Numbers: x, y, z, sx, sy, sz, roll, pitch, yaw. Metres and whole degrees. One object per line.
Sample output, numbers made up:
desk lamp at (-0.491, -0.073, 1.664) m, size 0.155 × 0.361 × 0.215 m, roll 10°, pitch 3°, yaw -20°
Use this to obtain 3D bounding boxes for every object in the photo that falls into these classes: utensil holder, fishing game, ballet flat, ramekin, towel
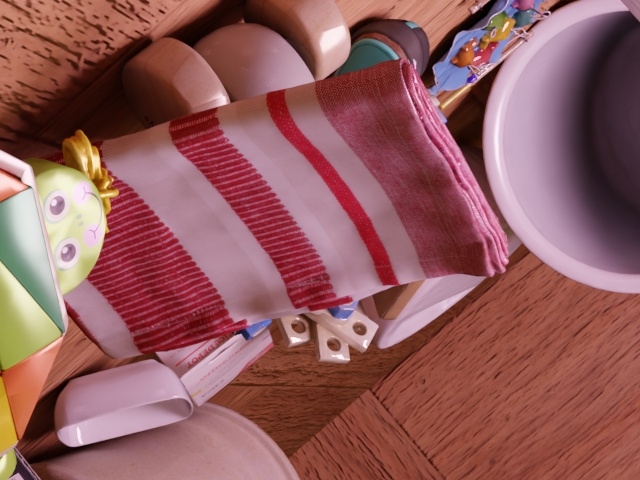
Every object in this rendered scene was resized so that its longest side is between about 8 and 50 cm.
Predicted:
utensil holder at (0.401, -0.130, 2.244) m, size 0.327 × 0.327 × 0.385 m, roll -45°, pitch 170°, yaw 23°
fishing game at (0.181, -0.206, 1.950) m, size 0.189 × 0.041 × 0.264 m, roll -39°, pitch 169°, yaw -17°
ballet flat at (0.014, -0.090, 1.737) m, size 0.280 × 0.095 × 0.096 m, roll -48°, pitch 178°, yaw 35°
ramekin at (0.134, -0.001, 2.356) m, size 0.273 × 0.127 × 0.273 m, roll -39°, pitch 169°, yaw -9°
towel at (-0.055, -0.011, 1.350) m, size 0.329 × 0.037 × 0.237 m, roll -14°, pitch 144°, yaw 17°

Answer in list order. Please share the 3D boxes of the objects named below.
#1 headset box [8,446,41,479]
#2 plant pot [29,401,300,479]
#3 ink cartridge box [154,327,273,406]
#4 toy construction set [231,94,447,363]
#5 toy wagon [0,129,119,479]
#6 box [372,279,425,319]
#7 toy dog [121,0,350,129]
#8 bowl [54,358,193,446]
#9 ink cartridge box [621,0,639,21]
headset box at (-0.412, 0.307, 1.771) m, size 0.246 × 0.131 × 0.283 m, roll -30°, pitch 165°, yaw -42°
plant pot at (-0.219, 0.346, 2.117) m, size 0.334 × 0.334 × 0.305 m, roll -44°, pitch 161°, yaw 18°
ink cartridge box at (-0.119, 0.111, 2.127) m, size 0.115 × 0.067 × 0.198 m, roll -39°, pitch 170°, yaw -7°
toy construction set at (0.000, 0.000, 1.926) m, size 0.215 × 0.151 × 0.327 m, roll -32°, pitch 155°, yaw -37°
toy wagon at (-0.234, 0.035, 1.087) m, size 0.344 × 0.068 × 0.267 m, roll -32°, pitch 126°, yaw -36°
box at (0.083, -0.035, 2.001) m, size 0.021 × 0.164 × 0.201 m, roll -4°, pitch 152°, yaw -23°
toy dog at (-0.052, -0.057, 1.463) m, size 0.220 × 0.161 × 0.333 m, roll -39°, pitch 168°, yaw -5°
bowl at (-0.206, 0.164, 2.004) m, size 0.142 × 0.053 × 0.142 m, roll -15°, pitch 167°, yaw -4°
ink cartridge box at (0.343, -0.305, 1.865) m, size 0.072 × 0.127 × 0.175 m, roll -26°, pitch 162°, yaw -41°
